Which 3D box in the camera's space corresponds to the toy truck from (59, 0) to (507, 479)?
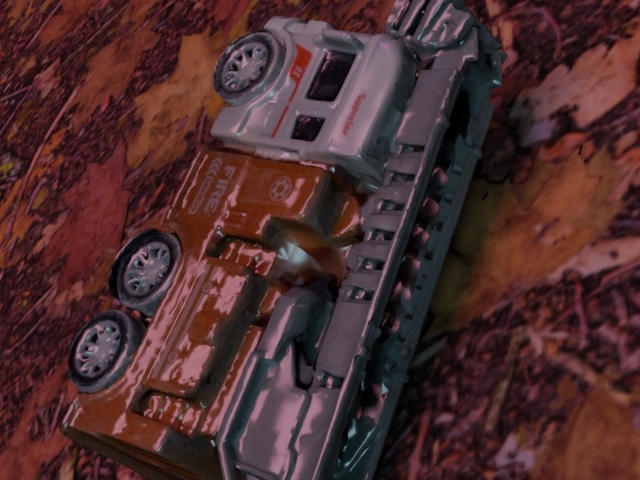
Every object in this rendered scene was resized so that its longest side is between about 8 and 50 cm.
[{"bbox_3d":[0.000,0.000,0.787,0.184,0.133,0.338,11,70,44],"label":"toy truck"}]
